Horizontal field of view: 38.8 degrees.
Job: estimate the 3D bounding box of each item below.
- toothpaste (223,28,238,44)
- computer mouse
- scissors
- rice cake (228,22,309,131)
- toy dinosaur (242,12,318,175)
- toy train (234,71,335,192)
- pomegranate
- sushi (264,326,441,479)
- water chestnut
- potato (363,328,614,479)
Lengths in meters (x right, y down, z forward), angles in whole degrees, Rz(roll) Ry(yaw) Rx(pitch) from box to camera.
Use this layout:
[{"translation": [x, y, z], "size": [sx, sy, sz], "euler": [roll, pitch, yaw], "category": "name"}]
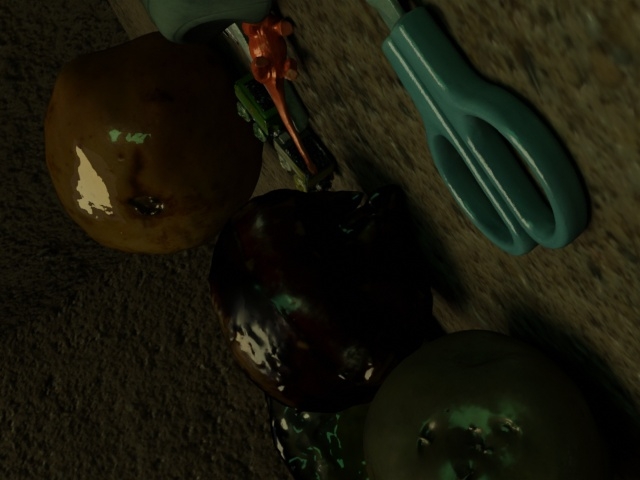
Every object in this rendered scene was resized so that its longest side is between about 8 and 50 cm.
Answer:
[{"translation": [-0.159, -0.346, 1.253], "size": [0.170, 0.028, 0.045], "euler": [56, -175, -26], "category": "toothpaste"}, {"translation": [-0.134, -0.284, 0.869], "size": [0.371, 0.121, 0.188], "euler": [-155, 50, -75], "category": "computer mouse"}, {"translation": [0.040, -0.180, 0.653], "size": [0.447, 0.029, 0.192], "euler": [56, 173, -2], "category": "scissors"}, {"translation": [-0.074, -0.232, 1.172], "size": [0.208, 0.033, 0.033], "euler": [58, 163, -22], "category": "rice cake"}, {"translation": [-0.051, -0.198, 1.026], "size": [0.101, 0.055, 0.280], "euler": [-122, 15, -75], "category": "toy dinosaur"}, {"translation": [-0.050, -0.150, 1.265], "size": [0.202, 0.060, 0.081], "euler": [52, 166, 19], "category": "toy train"}, {"translation": [-0.282, -0.173, 1.559], "size": [0.410, 0.410, 0.410], "euler": [55, 173, 10], "category": "pomegranate"}, {"translation": [0.073, 0.252, 1.353], "size": [0.294, 0.299, 0.281], "euler": [107, 152, -78], "category": "sushi"}, {"translation": [0.014, 0.046, 1.067], "size": [0.300, 0.300, 0.300], "euler": [55, 173, 10], "category": "water chestnut"}, {"translation": [0.155, 0.212, 0.872], "size": [0.243, 0.221, 0.326], "euler": [53, 177, 11], "category": "potato"}]
